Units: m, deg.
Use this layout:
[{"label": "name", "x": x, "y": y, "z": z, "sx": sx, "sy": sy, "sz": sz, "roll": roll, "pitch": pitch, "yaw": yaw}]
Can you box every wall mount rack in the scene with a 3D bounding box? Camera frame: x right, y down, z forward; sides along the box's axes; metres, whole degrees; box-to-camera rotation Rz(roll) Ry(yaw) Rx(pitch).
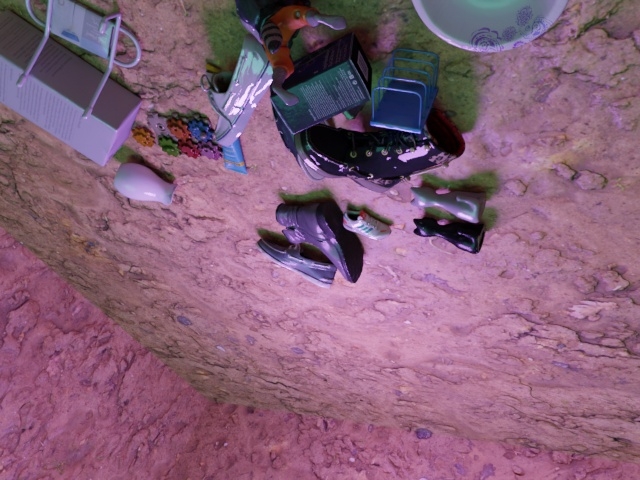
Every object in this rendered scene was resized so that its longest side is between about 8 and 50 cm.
[{"label": "wall mount rack", "x": -0.688, "y": -0.527, "z": 1.571, "sx": 0.350, "sy": 0.130, "sz": 0.304, "roll": 26, "pitch": 126, "yaw": -3}]

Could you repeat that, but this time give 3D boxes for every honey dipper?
[{"label": "honey dipper", "x": 0.279, "y": -0.187, "z": 1.568, "sx": 0.160, "sy": 0.030, "sz": 0.030, "roll": -11, "pitch": 132, "yaw": 38}]

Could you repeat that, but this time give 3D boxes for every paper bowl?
[{"label": "paper bowl", "x": 0.310, "y": -0.497, "z": 1.023, "sx": 0.284, "sy": 0.148, "sz": 0.284, "roll": 16, "pitch": 144, "yaw": 12}]

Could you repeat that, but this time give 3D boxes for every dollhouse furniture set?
[{"label": "dollhouse furniture set", "x": 0.035, "y": -0.366, "z": 1.440, "sx": 0.152, "sy": 0.076, "sz": 0.058, "roll": 48, "pitch": 138, "yaw": -15}]

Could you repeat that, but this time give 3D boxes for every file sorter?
[{"label": "file sorter", "x": 0.194, "y": -0.341, "z": 1.290, "sx": 0.118, "sy": 0.170, "sz": 0.105, "roll": 14, "pitch": 141, "yaw": 16}]

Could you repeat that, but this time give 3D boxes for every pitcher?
[{"label": "pitcher", "x": -0.631, "y": -0.192, "z": 2.062, "sx": 0.207, "sy": 0.126, "sz": 0.177, "roll": 21, "pitch": 163, "yaw": -15}]

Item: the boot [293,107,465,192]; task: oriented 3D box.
[{"label": "boot", "x": 0.150, "y": -0.238, "z": 1.407, "sx": 0.284, "sy": 0.138, "sz": 0.377, "roll": -18, "pitch": 153, "yaw": 41}]

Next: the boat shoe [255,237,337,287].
[{"label": "boat shoe", "x": -0.084, "y": 0.058, "z": 2.093, "sx": 0.319, "sy": 0.116, "sz": 0.099, "roll": 29, "pitch": 103, "yaw": 6}]

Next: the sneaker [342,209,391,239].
[{"label": "sneaker", "x": 0.145, "y": -0.055, "z": 1.802, "sx": 0.161, "sy": 0.057, "sz": 0.075, "roll": 18, "pitch": 151, "yaw": 15}]

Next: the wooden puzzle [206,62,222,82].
[{"label": "wooden puzzle", "x": -0.283, "y": -0.438, "z": 1.594, "sx": 0.078, "sy": 0.014, "sz": 0.116, "roll": 23, "pitch": 146, "yaw": 10}]

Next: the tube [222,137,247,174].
[{"label": "tube", "x": -0.274, "y": -0.280, "z": 1.776, "sx": 0.080, "sy": 0.052, "sz": 0.207, "roll": 22, "pitch": 152, "yaw": 13}]

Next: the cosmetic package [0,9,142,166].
[{"label": "cosmetic package", "x": -0.808, "y": -0.457, "z": 1.761, "sx": 0.453, "sy": 0.162, "sz": 0.230, "roll": 34, "pitch": 145, "yaw": -14}]

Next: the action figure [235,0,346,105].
[{"label": "action figure", "x": -0.080, "y": -0.498, "z": 1.169, "sx": 0.178, "sy": 0.330, "sz": 0.341, "roll": -7, "pitch": 141, "yaw": -34}]

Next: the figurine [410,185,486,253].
[{"label": "figurine", "x": 0.357, "y": -0.069, "z": 1.633, "sx": 0.209, "sy": 0.092, "sz": 0.215, "roll": 13, "pitch": 143, "yaw": 25}]

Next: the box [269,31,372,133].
[{"label": "box", "x": 0.005, "y": -0.356, "z": 1.300, "sx": 0.207, "sy": 0.153, "sz": 0.108, "roll": -20, "pitch": 126, "yaw": 21}]

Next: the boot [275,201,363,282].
[{"label": "boot", "x": 0.000, "y": 0.000, "z": 1.939, "sx": 0.222, "sy": 0.118, "sz": 0.338, "roll": 0, "pitch": 128, "yaw": 37}]

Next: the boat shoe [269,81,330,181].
[{"label": "boat shoe", "x": -0.057, "y": -0.306, "z": 1.549, "sx": 0.113, "sy": 0.127, "sz": 0.340, "roll": 39, "pitch": 167, "yaw": 40}]

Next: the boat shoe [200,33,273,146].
[{"label": "boat shoe", "x": -0.239, "y": -0.393, "z": 1.495, "sx": 0.156, "sy": 0.136, "sz": 0.367, "roll": 23, "pitch": 145, "yaw": -19}]

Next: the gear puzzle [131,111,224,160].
[{"label": "gear puzzle", "x": -0.478, "y": -0.328, "z": 1.833, "sx": 0.338, "sy": 0.044, "sz": 0.175, "roll": 8, "pitch": 143, "yaw": 23}]
